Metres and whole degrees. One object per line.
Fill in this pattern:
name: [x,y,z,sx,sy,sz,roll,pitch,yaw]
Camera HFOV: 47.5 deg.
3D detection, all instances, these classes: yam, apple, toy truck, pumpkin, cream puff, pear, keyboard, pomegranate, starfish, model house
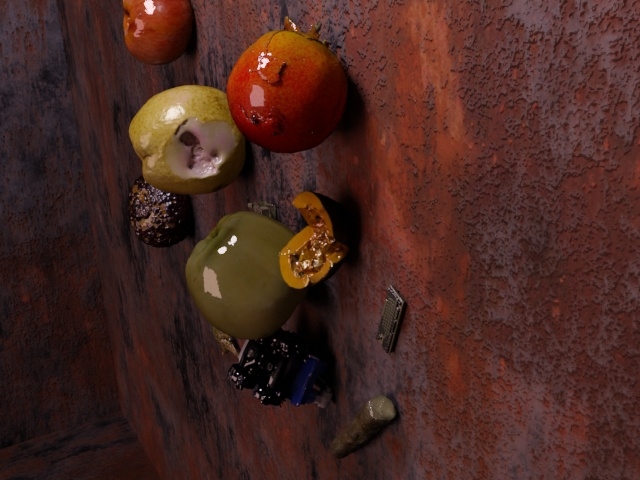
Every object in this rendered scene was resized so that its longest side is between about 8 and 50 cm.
yam: [0.078,0.374,1.433,0.061,0.061,0.274,63,151,24]
apple: [-0.141,0.068,1.482,0.262,0.262,0.263,36,133,52]
toy truck: [-0.079,0.276,1.586,0.213,0.177,0.161,21,84,45]
pumpkin: [0.000,0.000,1.349,0.119,0.107,0.184,39,118,39]
cream puff: [-0.486,-0.094,2.174,0.239,0.164,0.239,40,136,53]
pear: [-0.304,-0.228,1.678,0.271,0.271,0.271,36,133,52]
keyboard: [0.123,0.142,1.288,0.049,0.015,0.129,51,144,40]
pomegranate: [-0.053,-0.263,1.242,0.210,0.210,0.235,-31,42,62]
starfish: [-0.281,0.273,2.093,0.208,0.053,0.176,-123,23,-44]
apple: [-0.415,-0.548,1.832,0.209,0.164,0.210,32,127,55]
model house: [-0.128,-0.052,1.633,0.083,0.057,0.058,25,119,55]
